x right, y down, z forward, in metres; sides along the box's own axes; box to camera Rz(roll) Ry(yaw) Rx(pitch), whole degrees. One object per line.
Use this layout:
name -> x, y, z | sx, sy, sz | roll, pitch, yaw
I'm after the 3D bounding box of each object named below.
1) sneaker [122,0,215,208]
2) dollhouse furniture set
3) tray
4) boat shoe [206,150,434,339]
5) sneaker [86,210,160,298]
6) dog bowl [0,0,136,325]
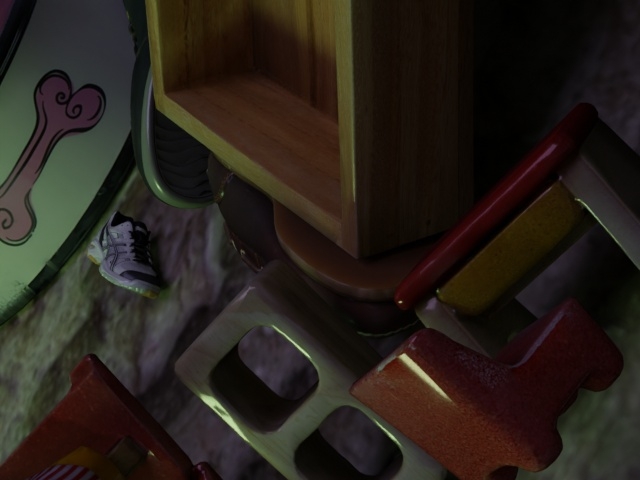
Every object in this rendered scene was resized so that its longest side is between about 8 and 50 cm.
sneaker -> -0.078, -0.108, 1.051 | 0.118, 0.083, 0.222 | -31, 45, 56
dollhouse furniture set -> -0.038, 0.088, 0.710 | 0.374, 0.152, 0.201 | -46, 1, 24
tray -> -0.014, -0.220, 0.777 | 0.203, 0.076, 0.411 | 37, 138, 49
boat shoe -> 0.000, 0.000, 0.878 | 0.207, 0.073, 0.073 | -129, 32, -57
sneaker -> -0.115, 0.006, 1.046 | 0.037, 0.032, 0.083 | -60, 35, 5
dog bowl -> -0.270, -0.135, 1.240 | 0.408, 0.150, 0.408 | -32, 45, 37
